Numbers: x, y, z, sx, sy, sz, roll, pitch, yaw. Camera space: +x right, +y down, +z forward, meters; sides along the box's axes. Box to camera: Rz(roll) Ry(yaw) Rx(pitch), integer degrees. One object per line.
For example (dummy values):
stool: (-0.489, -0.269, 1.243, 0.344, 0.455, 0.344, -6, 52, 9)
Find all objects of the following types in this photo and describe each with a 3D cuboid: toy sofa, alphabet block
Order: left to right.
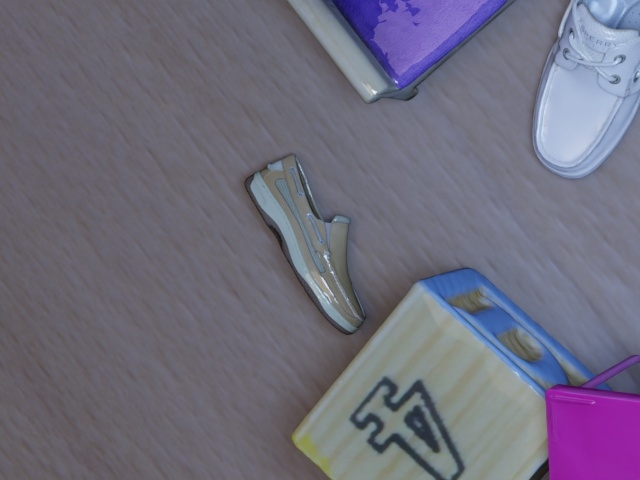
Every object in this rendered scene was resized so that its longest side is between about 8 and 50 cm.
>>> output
alphabet block: (0.125, 0.163, 1.635, 0.193, 0.192, 0.197, 43, 107, 14)
toy sofa: (0.140, -0.292, 1.607, 0.362, 0.177, 0.150, -40, 80, 17)

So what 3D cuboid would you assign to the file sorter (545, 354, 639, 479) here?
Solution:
file sorter: (0.363, 0.212, 1.470, 0.290, 0.182, 0.202, 5, 105, 35)

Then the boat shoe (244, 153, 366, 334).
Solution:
boat shoe: (0.000, 0.000, 1.737, 0.072, 0.068, 0.190, -33, 82, 7)

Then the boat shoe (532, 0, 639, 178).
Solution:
boat shoe: (0.260, -0.189, 1.612, 0.098, 0.096, 0.277, 24, 101, 16)
